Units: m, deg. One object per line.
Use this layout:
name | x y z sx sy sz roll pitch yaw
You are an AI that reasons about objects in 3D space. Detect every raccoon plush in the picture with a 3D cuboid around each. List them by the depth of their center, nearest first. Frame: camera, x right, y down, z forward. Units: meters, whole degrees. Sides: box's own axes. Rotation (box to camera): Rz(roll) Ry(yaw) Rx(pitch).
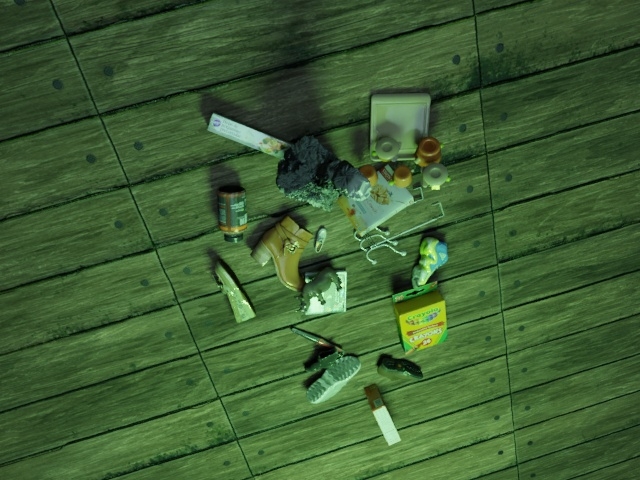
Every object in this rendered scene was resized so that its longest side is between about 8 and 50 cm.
raccoon plush | 0.048 -0.159 1.555 0.216 0.446 0.299 -52 138 9

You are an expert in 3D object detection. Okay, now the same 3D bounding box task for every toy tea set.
toy tea set | 0.295 -0.267 1.678 0.336 0.124 0.200 1 75 9

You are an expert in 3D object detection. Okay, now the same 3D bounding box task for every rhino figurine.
rhino figurine | -0.015 0.199 1.816 0.243 0.073 0.106 -39 111 -25

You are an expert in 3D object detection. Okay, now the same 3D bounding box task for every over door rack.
over door rack | 0.296 -0.050 1.744 0.324 0.239 0.108 -35 112 5

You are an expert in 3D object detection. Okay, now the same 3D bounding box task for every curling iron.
curling iron | -0.011 0.445 1.998 0.274 0.035 0.068 33 103 -20

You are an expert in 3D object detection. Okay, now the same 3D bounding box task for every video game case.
video game case | 0.021 0.216 1.921 0.173 0.022 0.190 -3 111 -8

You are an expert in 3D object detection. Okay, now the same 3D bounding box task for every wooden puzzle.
wooden puzzle | 0.289 -0.418 1.708 0.221 0.044 0.238 -4 107 -8

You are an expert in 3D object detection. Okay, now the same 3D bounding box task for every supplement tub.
supplement tub | -0.322 -0.094 1.692 0.106 0.106 0.197 -2 111 -9

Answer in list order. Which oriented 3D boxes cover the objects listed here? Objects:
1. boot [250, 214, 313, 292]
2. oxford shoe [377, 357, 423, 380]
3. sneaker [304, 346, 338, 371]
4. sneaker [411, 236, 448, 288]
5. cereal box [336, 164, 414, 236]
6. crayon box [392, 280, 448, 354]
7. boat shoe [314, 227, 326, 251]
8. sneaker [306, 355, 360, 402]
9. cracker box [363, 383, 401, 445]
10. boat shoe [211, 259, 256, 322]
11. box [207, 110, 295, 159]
boot | -0.103 0.053 1.802 0.283 0.109 0.220 42 96 -14
oxford shoe | 0.360 0.598 2.110 0.227 0.082 0.096 18 126 -15
sneaker | 0.001 0.515 1.999 0.170 0.051 0.089 -12 123 13
sneaker | 0.463 0.105 1.917 0.126 0.091 0.240 5 113 -17
cereal box | 0.203 -0.151 1.738 0.240 0.047 0.173 -35 68 5
crayon box | 0.424 0.332 1.961 0.202 0.081 0.318 -19 128 -2
boat shoe | 0.000 0.000 1.823 0.035 0.035 0.100 16 108 -15
sneaker | 0.064 0.618 2.066 0.281 0.105 0.115 -37 147 1
cracker box | 0.284 0.797 2.124 0.067 0.155 0.232 -24 114 -1
boat shoe | -0.348 0.205 1.807 0.089 0.104 0.285 -27 114 -2
box | -0.230 -0.360 1.624 0.324 0.067 0.063 19 106 -16
